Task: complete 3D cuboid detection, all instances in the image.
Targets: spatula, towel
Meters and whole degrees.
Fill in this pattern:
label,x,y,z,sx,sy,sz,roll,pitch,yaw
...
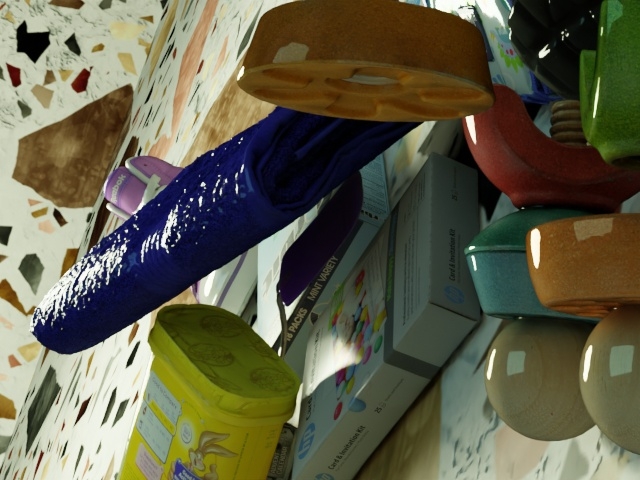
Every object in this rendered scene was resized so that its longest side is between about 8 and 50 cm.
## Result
label,x,y,z,sx,sy,sz,roll,pitch,yaw
spatula,-0.037,0.085,1.083,0.084,0.030,0.296,-94,25,-63
towel,-0.065,-0.034,1.052,0.308,0.076,0.228,-31,4,46

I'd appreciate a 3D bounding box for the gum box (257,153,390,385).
label,x,y,z,sx,sy,sz,roll,pitch,yaw
gum box,0.000,0.000,1.180,0.157,0.041,0.184,-59,16,27

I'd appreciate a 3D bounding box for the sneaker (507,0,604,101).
label,x,y,z,sx,sy,sz,roll,pitch,yaw
sneaker,0.184,-0.146,0.677,0.106,0.101,0.267,-53,7,-32

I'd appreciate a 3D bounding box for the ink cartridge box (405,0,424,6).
label,x,y,z,sx,sy,sz,roll,pitch,yaw
ink cartridge box,0.123,-0.216,1.012,0.181,0.062,0.104,-67,15,1

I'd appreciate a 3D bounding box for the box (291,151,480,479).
label,x,y,z,sx,sy,sz,roll,pitch,yaw
box,0.042,0.055,0.956,0.145,0.038,0.186,-83,20,-49

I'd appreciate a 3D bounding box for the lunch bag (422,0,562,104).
label,x,y,z,sx,sy,sz,roll,pitch,yaw
lunch bag,0.122,-0.156,0.884,0.129,0.096,0.151,-165,83,-73

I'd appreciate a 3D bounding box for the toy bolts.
label,x,y,z,sx,sy,sz,roll,pitch,yaw
toy bolts,0.077,0.004,0.613,0.228,0.218,0.158,44,-129,-80

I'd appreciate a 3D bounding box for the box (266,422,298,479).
label,x,y,z,sx,sy,sz,roll,pitch,yaw
box,-0.056,0.179,1.149,0.137,0.027,0.094,-178,109,-75

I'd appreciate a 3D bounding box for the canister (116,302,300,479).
label,x,y,z,sx,sy,sz,roll,pitch,yaw
canister,-0.087,0.148,1.046,0.126,0.073,0.169,42,123,45

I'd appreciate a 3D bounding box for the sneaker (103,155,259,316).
label,x,y,z,sx,sy,sz,roll,pitch,yaw
sneaker,-0.145,-0.006,1.482,0.102,0.161,0.282,-63,16,12
